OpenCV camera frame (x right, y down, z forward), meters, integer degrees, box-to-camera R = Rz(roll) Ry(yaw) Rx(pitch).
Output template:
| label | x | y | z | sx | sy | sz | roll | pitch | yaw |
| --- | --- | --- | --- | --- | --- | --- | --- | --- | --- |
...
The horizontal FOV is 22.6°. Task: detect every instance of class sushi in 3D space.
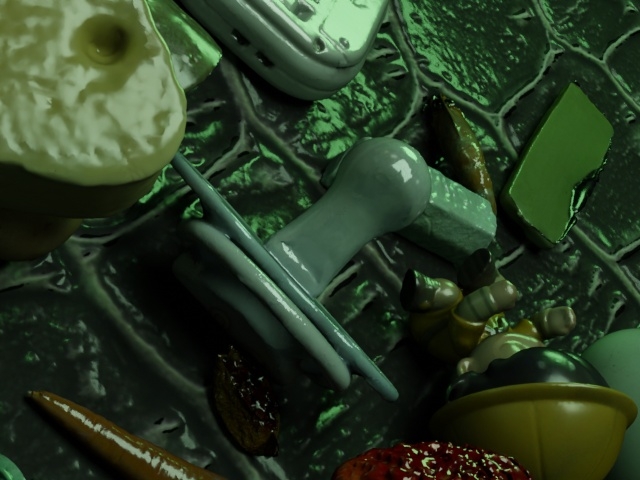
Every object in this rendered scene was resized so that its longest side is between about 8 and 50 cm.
| label | x | y | z | sx | sy | sz | roll | pitch | yaw |
| --- | --- | --- | --- | --- | --- | --- | --- | --- | --- |
| sushi | -0.058 | 0.133 | 1.334 | 0.099 | 0.047 | 0.050 | 58 | 33 | 2 |

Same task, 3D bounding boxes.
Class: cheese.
| label | x | y | z | sx | sy | sz | roll | pitch | yaw |
| --- | --- | --- | --- | --- | --- | --- | --- | --- | --- |
| cheese | -0.281 | -0.208 | 1.142 | 0.384 | 0.104 | 0.384 | 5 | 73 | -16 |

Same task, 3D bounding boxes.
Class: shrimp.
| label | x | y | z | sx | sy | sz | roll | pitch | yaw |
| --- | --- | --- | --- | --- | --- | --- | --- | --- | --- |
| shrimp | 0.153 | -0.094 | 1.760 | 0.101 | 0.042 | 0.190 | 71 | -1 | -52 |

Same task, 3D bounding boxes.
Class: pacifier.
| label | x | y | z | sx | sy | sz | roll | pitch | yaw |
| --- | --- | --- | --- | --- | --- | --- | --- | --- | --- |
| pacifier | 0.000 | 0.000 | 1.352 | 0.287 | 0.226 | 0.238 | 45 | -3 | -6 |

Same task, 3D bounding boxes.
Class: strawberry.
| label | x | y | z | sx | sy | sz | roll | pitch | yaw |
| --- | --- | --- | --- | --- | --- | --- | --- | --- | --- |
| strawberry | 0.092 | 0.239 | 1.318 | 0.201 | 0.184 | 0.187 | 33 | 36 | -12 |

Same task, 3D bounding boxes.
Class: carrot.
| label | x | y | z | sx | sy | sz | roll | pitch | yaw |
| --- | --- | --- | --- | --- | --- | --- | --- | --- | --- |
| carrot | -0.133 | 0.172 | 1.227 | 0.216 | 0.048 | 0.048 | 34 | 40 | -18 |

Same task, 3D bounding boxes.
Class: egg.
| label | x | y | z | sx | sy | sz | roll | pitch | yaw |
| --- | --- | --- | --- | --- | --- | --- | --- | --- | --- |
| egg | 0.347 | 0.213 | 1.613 | 0.183 | 0.183 | 0.264 | -28 | 89 | -54 |

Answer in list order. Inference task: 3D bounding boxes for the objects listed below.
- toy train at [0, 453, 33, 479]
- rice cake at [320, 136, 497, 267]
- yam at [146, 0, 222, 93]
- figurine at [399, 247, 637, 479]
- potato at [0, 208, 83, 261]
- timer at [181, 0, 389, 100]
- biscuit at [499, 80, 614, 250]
| label | x | y | z | sx | sy | sz | roll | pitch | yaw |
| --- | --- | --- | --- | --- | --- | --- | --- | --- | --- |
| toy train | -0.254 | 0.260 | 0.977 | 0.189 | 0.126 | 0.307 | -9 | 65 | -16 |
| rice cake | 0.097 | -0.040 | 1.635 | 0.206 | 0.069 | 0.063 | 25 | 45 | -32 |
| yam | -0.225 | -0.189 | 1.310 | 0.268 | 0.161 | 0.161 | 40 | 38 | -11 |
| figurine | 0.177 | 0.137 | 1.505 | 0.192 | 0.167 | 0.257 | 6 | 34 | -31 |
| potato | -0.232 | -0.040 | 1.235 | 0.112 | 0.112 | 0.147 | 58 | 30 | 6 |
| timer | -0.037 | -0.276 | 1.658 | 0.237 | 0.087 | 0.262 | 42 | 37 | -16 |
| biscuit | 0.284 | -0.089 | 1.910 | 0.099 | 0.038 | 0.322 | 45 | 37 | -7 |
